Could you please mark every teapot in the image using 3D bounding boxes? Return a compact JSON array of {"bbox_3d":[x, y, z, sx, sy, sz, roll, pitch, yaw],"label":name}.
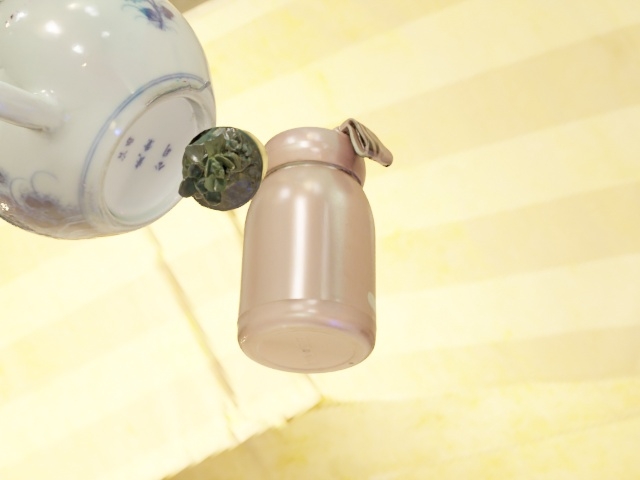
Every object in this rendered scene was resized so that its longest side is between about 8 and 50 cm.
[{"bbox_3d":[-0.245,-0.139,1.408,0.280,0.424,0.252,35,102,26],"label":"teapot"}]

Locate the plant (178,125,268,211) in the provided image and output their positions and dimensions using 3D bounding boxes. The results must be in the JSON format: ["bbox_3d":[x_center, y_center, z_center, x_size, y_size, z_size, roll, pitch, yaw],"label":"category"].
[{"bbox_3d":[-0.058,-0.040,0.871,0.051,0.051,0.102,59,-170,-3],"label":"plant"}]

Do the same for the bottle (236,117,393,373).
[{"bbox_3d":[0.000,0.000,1.902,0.206,0.296,0.173,-22,143,37],"label":"bottle"}]
